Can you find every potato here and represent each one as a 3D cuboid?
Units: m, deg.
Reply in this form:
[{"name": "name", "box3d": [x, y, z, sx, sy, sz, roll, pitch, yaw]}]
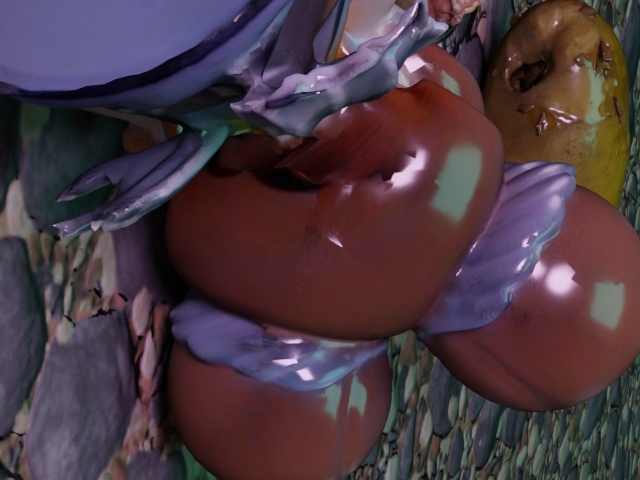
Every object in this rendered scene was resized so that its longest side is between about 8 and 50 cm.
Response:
[{"name": "potato", "box3d": [0.213, -0.080, 1.258, 0.173, 0.140, 0.300, -65, 157, -50]}]

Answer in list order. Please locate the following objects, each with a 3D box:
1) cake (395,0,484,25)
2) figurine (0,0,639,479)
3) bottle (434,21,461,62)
[{"name": "cake", "box3d": [0.029, -0.228, 0.743, 0.090, 0.109, 0.225, -35, 113, -29]}, {"name": "figurine", "box3d": [-0.003, -0.044, 0.661, 0.388, 0.277, 0.248, 51, 24, -62]}, {"name": "bottle", "box3d": [0.046, -0.148, 0.910, 0.093, 0.093, 0.330, -55, 145, -47]}]
